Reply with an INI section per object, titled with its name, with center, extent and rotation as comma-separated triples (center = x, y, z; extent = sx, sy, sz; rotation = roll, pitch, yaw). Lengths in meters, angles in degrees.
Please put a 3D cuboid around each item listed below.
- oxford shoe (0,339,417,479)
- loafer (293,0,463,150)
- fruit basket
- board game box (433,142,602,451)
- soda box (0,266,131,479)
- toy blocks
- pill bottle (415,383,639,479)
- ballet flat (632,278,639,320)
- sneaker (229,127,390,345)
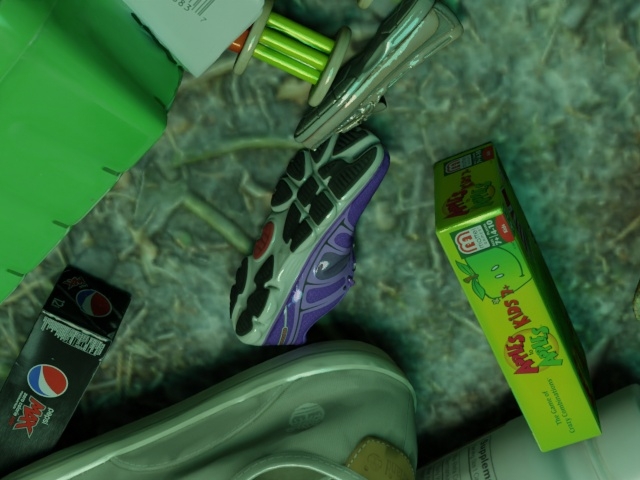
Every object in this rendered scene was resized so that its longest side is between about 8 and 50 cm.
[oxford shoe]
center = -0.127, 0.222, 0.796
extent = 0.449, 0.130, 0.169
rotation = -29, 135, 13
[loafer]
center = 0.035, -0.097, 0.688
extent = 0.039, 0.045, 0.125
rotation = 36, 113, -18
[fruit basket]
center = -0.258, -0.136, 0.605
extent = 0.353, 0.165, 0.327
rotation = 38, 124, -16
[board game box]
center = 0.128, 0.037, 0.728
extent = 0.043, 0.092, 0.181
rotation = -21, 116, 16
[soda box]
center = -0.198, 0.104, 0.809
extent = 0.053, 0.060, 0.169
rotation = 28, 119, -10
[toy blocks]
center = -0.044, -0.159, 0.651
extent = 0.148, 0.054, 0.123
rotation = 24, 119, -9
[pill bottle]
center = 0.146, 0.196, 0.795
extent = 0.229, 0.131, 0.131
rotation = -31, 113, 20
[ballet flat]
center = 0.306, -0.084, 0.637
extent = 0.123, 0.123, 0.348
rotation = 40, 114, -17
[sneaker]
center = 0.000, 0.000, 0.745
extent = 0.071, 0.068, 0.170
rotation = 13, 122, -33
